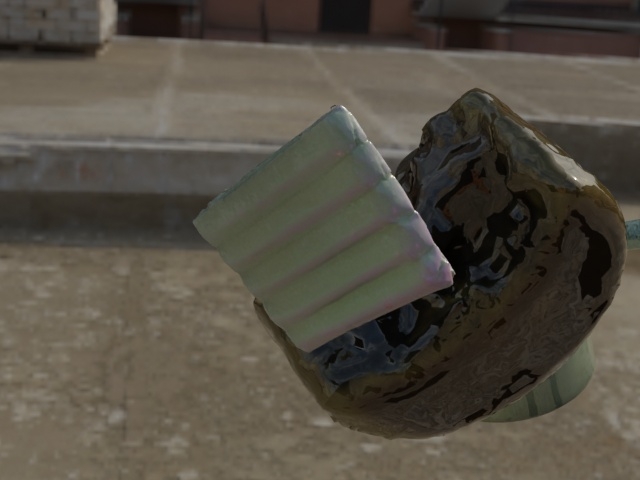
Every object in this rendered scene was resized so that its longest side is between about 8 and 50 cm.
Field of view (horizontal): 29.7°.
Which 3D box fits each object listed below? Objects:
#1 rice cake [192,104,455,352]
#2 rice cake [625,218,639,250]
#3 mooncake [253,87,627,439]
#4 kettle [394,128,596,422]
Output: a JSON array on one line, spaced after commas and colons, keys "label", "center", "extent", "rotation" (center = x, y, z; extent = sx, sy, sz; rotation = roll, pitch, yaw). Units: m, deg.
[{"label": "rice cake", "center": [0.000, 0.000, 1.009], "extent": [0.198, 0.189, 0.037], "rotation": [-23, 20, 42]}, {"label": "rice cake", "center": [0.507, -0.014, 1.683], "extent": [0.245, 0.042, 0.045], "rotation": [-5, -29, 29]}, {"label": "mooncake", "center": [0.130, 0.036, 1.397], "extent": [0.394, 0.393, 0.246], "rotation": [-13, 41, -18]}, {"label": "kettle", "center": [0.205, 0.065, 1.742], "extent": [0.361, 0.377, 0.250], "rotation": [-26, 29, -20]}]
